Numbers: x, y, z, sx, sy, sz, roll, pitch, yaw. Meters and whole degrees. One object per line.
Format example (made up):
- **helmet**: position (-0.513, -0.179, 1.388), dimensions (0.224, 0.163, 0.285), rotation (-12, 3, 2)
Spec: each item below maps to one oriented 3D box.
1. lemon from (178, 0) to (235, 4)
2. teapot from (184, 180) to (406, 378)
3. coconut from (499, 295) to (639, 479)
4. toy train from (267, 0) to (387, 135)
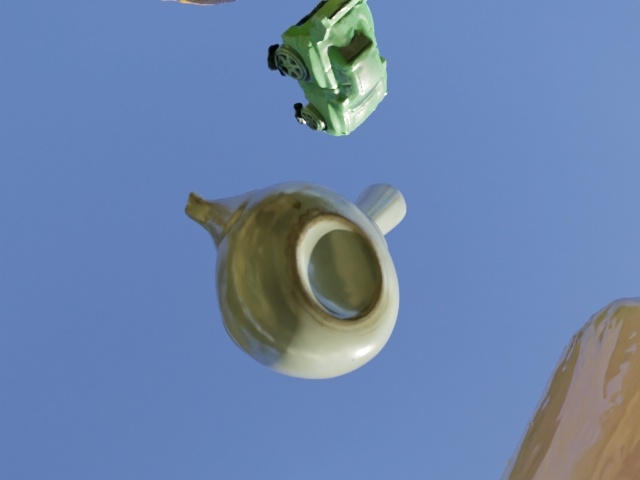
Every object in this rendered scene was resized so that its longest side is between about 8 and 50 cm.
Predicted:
- **lemon**: position (-0.092, -0.284, 1.019), dimensions (0.187, 0.142, 0.142), rotation (-28, -108, 9)
- **teapot**: position (0.014, 0.036, 1.208), dimensions (0.318, 0.149, 0.220), rotation (-4, -103, -42)
- **coconut**: position (0.216, 0.219, 0.627), dimensions (0.297, 0.297, 0.310), rotation (26, -111, 8)
- **toy train**: position (0.018, -0.162, 1.014), dimensions (0.081, 0.149, 0.099), rotation (23, -120, 42)
